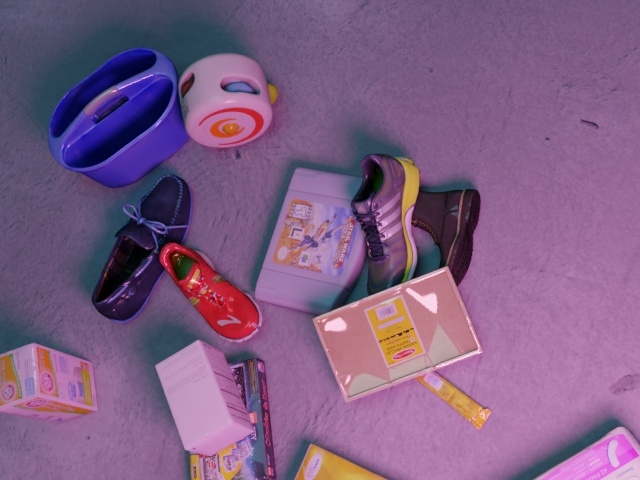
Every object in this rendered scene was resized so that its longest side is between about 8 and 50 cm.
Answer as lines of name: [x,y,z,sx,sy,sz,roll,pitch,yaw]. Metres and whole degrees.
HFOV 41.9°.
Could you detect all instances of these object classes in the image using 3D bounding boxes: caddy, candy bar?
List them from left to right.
caddy: [-0.453,-0.281,1.887,0.341,0.179,0.241,-36,63,5]
candy bar: [0.233,0.276,1.505,0.161,0.018,0.040,35,82,28]

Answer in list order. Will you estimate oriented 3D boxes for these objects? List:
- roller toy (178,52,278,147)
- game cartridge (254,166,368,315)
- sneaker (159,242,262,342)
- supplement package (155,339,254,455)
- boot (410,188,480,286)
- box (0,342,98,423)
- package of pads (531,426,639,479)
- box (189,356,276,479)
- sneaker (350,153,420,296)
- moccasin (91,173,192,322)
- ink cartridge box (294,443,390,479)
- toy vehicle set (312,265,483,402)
roller toy: [-0.205,-0.291,1.787,0.209,0.191,0.146,-18,66,13]
game cartridge: [0.000,0.000,1.680,0.198,0.062,0.297,10,74,28]
sneaker: [-0.235,0.103,1.692,0.279,0.118,0.107,38,88,28]
supplement package: [-0.217,0.296,1.568,0.105,0.105,0.179,-30,62,7]
boot: [0.220,-0.007,1.596,0.137,0.077,0.198,5,64,31]
box: [-0.557,0.293,1.694,0.103,0.203,0.114,-20,65,13]
package of pads: [0.425,0.466,1.313,0.296,0.101,0.229,-35,62,6]
box: [-0.177,0.357,1.615,0.159,0.044,0.233,-14,66,16]
sneaker: [0.110,-0.029,1.589,0.111,0.121,0.300,-16,65,46]
moccasin: [-0.374,0.010,1.780,0.137,0.117,0.342,13,75,24]
ink cartridge box: [0.056,0.551,1.431,0.307,0.072,0.304,18,73,27]
toy vehicle set: [0.138,0.169,1.509,0.267,0.035,0.166,-21,87,8]
